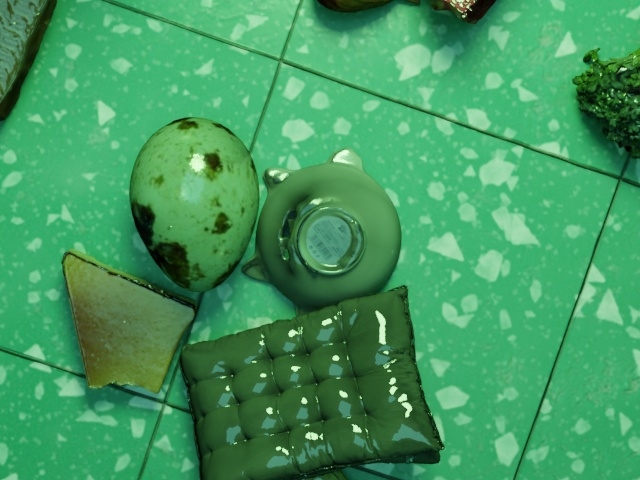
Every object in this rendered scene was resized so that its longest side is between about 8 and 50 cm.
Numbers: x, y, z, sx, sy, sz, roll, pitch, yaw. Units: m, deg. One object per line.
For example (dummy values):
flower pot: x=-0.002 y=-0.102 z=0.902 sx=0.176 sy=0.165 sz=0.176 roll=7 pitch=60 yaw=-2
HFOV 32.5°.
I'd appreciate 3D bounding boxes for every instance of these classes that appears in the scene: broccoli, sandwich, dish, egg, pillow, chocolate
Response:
broccoli: x=0.469 y=-0.259 z=1.467 sx=0.165 sy=0.145 sz=0.304 roll=35 pitch=79 yaw=-7
sandwich: x=-0.285 y=0.120 z=1.488 sx=0.193 sy=0.058 sz=0.162 roll=25 pitch=92 yaw=-5
dish: x=0.000 y=0.000 z=1.477 sx=0.228 sy=0.086 sz=0.236 roll=-11 pitch=92 yaw=-1
egg: x=-0.162 y=-0.045 z=1.431 sx=0.169 sy=0.169 sz=0.231 roll=-4 pitch=104 yaw=-2
pillow: x=-0.016 y=0.210 z=1.441 sx=0.326 sy=0.101 sz=0.228 roll=-14 pitch=70 yaw=5
chocolate: x=-0.442 y=-0.277 z=1.448 sx=0.148 sy=0.093 sz=0.214 roll=25 pitch=92 yaw=-4

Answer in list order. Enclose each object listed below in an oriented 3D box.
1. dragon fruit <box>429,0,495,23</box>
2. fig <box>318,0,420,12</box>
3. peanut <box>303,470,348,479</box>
dragon fruit: x=0.200 y=-0.414 z=1.454 sx=0.161 sy=0.126 sz=0.274 roll=35 pitch=82 yaw=7
fig: x=0.056 y=-0.362 z=1.470 sx=0.119 sy=0.153 sz=0.119 roll=3 pitch=95 yaw=40
peanut: x=0.015 y=0.364 z=1.502 sx=0.080 sy=0.080 sz=0.174 roll=-35 pitch=96 yaw=0
